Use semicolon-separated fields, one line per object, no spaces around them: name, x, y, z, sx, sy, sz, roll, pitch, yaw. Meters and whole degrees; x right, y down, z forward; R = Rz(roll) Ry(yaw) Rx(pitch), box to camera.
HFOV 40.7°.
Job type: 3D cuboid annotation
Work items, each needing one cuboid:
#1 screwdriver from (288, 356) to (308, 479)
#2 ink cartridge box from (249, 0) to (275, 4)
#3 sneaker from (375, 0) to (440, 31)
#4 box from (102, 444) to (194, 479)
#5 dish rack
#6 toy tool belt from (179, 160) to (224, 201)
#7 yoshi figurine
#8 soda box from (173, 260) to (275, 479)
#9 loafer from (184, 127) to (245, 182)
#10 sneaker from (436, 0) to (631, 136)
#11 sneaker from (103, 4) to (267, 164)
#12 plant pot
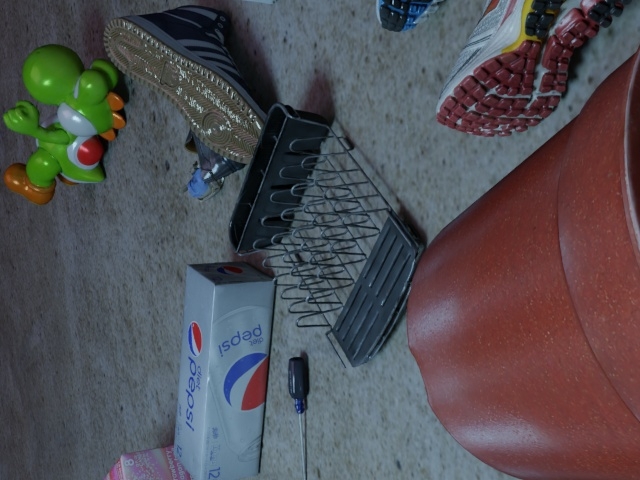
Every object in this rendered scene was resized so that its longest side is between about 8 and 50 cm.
screwdriver;-0.022;0.227;1.068;0.025;0.024;0.170;-5;95;29
ink cartridge box;-0.149;-0.394;1.086;0.212;0.154;0.093;55;136;39
sneaker;0.089;-0.293;0.813;0.083;0.071;0.191;40;117;57
box;-0.217;0.470;1.274;0.154;0.142;0.300;-51;51;46
dish rack;0.000;0.000;0.960;0.271;0.074;0.208;57;138;38
toy tool belt;-0.167;-0.090;1.235;0.083;0.051;0.052;-48;53;48
yoshi figurine;-0.496;-0.237;1.619;0.362;0.203;0.203;-46;48;46
soda box;-0.132;0.177;1.164;0.098;0.091;0.286;25;113;56
loafer;-0.166;-0.148;1.202;0.170;0.061;0.062;58;-179;41
sneaker;0.167;-0.169;0.693;0.225;0.088;0.093;127;151;-45
sneaker;-0.139;-0.221;1.158;0.282;0.153;0.099;39;128;12
plant pot;0.198;0.031;0.502;0.265;0.272;0.272;142;120;-62
